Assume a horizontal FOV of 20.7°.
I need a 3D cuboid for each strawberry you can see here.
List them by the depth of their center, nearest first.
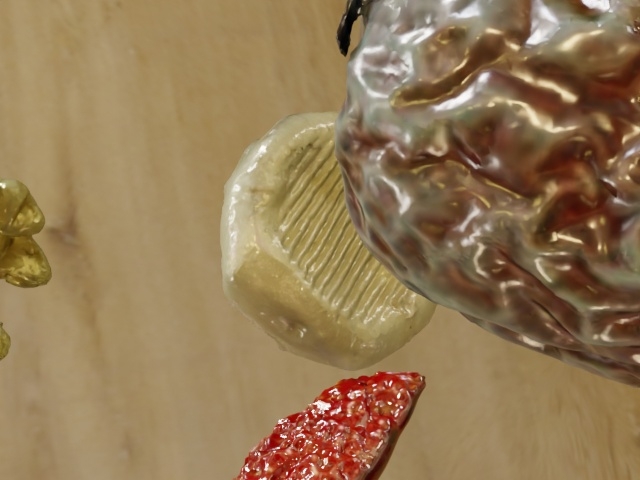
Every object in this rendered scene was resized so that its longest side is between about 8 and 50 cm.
[{"bbox_3d":[-0.014,0.182,1.322,0.098,0.174,0.228,33,94,8],"label":"strawberry"}]

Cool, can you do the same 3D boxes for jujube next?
[{"bbox_3d":[0.161,-0.037,0.812,0.317,0.226,0.226,18,89,9],"label":"jujube"}]

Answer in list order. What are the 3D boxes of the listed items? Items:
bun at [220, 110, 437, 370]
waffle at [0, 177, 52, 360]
[{"bbox_3d":[0.000,0.000,1.478,0.231,0.133,0.231,11,70,-32],"label":"bun"},{"bbox_3d":[-0.300,-0.009,1.085,0.261,0.056,0.250,-9,130,18],"label":"waffle"}]
